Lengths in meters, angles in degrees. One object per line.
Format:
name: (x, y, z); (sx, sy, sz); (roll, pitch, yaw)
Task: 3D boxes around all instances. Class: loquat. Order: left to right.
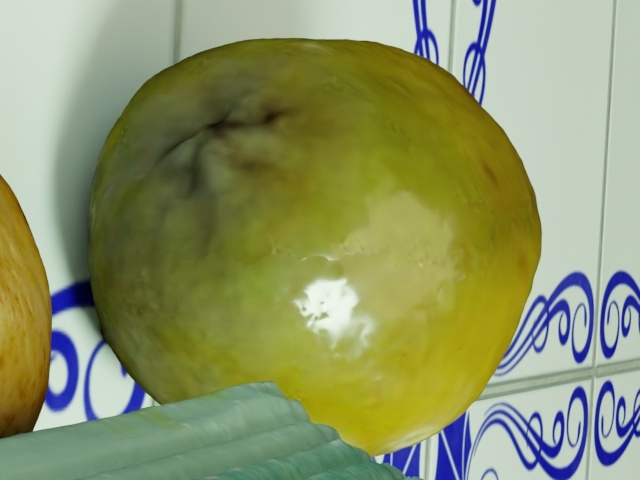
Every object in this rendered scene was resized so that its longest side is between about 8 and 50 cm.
loquat: (0.000, 0.000, 1.202); (0.284, 0.276, 0.276); (42, 56, -56)

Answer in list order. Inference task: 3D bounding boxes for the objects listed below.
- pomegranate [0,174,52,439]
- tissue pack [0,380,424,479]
pomegranate: (-0.224, 0.043, 0.756); (0.248, 0.248, 0.248); (4, 90, -65)
tissue pack: (-0.089, 0.219, 0.748); (0.388, 0.162, 0.287); (-1, 113, -69)
